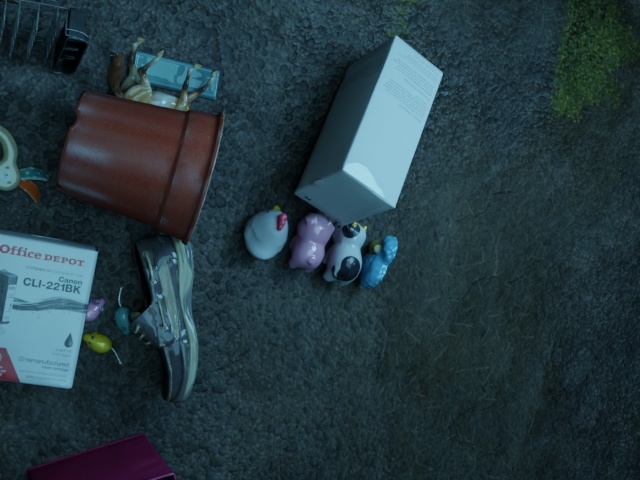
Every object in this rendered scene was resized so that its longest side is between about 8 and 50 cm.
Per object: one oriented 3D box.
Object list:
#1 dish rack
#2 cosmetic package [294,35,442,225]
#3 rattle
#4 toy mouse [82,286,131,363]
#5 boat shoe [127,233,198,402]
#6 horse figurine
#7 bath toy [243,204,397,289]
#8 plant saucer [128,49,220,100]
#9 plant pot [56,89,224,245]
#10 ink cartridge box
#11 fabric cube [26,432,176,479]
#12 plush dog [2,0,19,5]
[{"bbox_3d":[-0.570,-0.383,1.421,0.272,0.208,0.074,5,80,-25],"label":"dish rack"},{"bbox_3d":[0.106,-0.236,1.706,0.155,0.197,0.365,32,65,-24],"label":"cosmetic package"},{"bbox_3d":[-0.596,-0.149,1.463,0.200,0.143,0.130,44,57,-16],"label":"rattle"},{"bbox_3d":[-0.440,0.160,1.617,0.161,0.031,0.143,33,80,-24],"label":"toy mouse"},{"bbox_3d":[-0.333,0.159,1.621,0.130,0.132,0.355,-2,86,-24],"label":"boat shoe"},{"bbox_3d":[-0.327,-0.302,1.603,0.263,0.066,0.174,18,108,-34],"label":"horse figurine"},{"bbox_3d":[0.000,0.000,1.762,0.348,0.129,0.151,15,54,-26],"label":"bath toy"},{"bbox_3d":[-0.304,-0.347,1.649,0.192,0.018,0.067,9,91,-27],"label":"plant saucer"},{"bbox_3d":[-0.351,-0.155,1.513,0.265,0.272,0.272,16,87,-14],"label":"plant pot"},{"bbox_3d":[-0.550,0.128,1.505,0.197,0.114,0.272,11,89,-17],"label":"ink cartridge box"},{"bbox_3d":[-0.414,0.568,1.540,0.254,0.258,0.259,-14,100,-25],"label":"fabric cube"},{"bbox_3d":[-0.589,-0.566,1.405,0.211,0.262,0.225,20,96,-58],"label":"plush dog"}]
